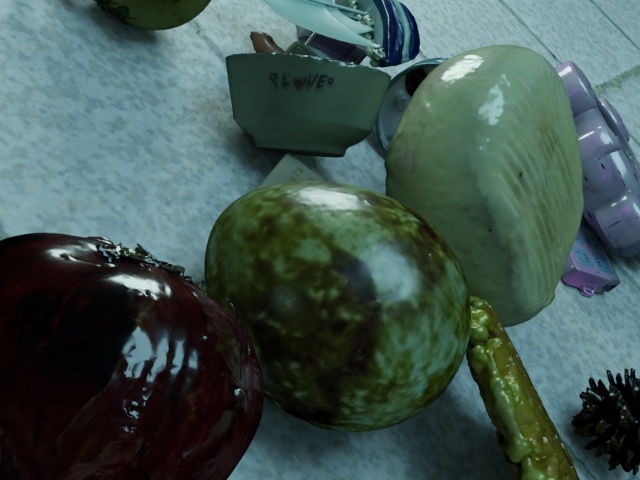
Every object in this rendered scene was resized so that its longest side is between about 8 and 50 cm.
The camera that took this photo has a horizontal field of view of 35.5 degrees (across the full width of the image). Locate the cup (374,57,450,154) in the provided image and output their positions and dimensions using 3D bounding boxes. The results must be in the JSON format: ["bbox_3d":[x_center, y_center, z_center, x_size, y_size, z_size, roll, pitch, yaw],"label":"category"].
[{"bbox_3d":[0.179,-0.199,1.498,0.300,0.167,0.173,20,25,11],"label":"cup"}]

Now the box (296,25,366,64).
[{"bbox_3d":[0.018,-0.321,1.575,0.117,0.036,0.050,22,40,-25],"label":"box"}]

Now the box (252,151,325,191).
[{"bbox_3d":[0.000,0.000,1.199,0.201,0.058,0.141,38,35,-5],"label":"box"}]

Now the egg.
[{"bbox_3d":[0.010,0.058,0.997,0.289,0.238,0.238,32,33,14],"label":"egg"}]

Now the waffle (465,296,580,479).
[{"bbox_3d":[0.223,0.200,1.093,0.300,0.058,0.281,66,10,4],"label":"waffle"}]

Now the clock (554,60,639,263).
[{"bbox_3d":[0.478,-0.122,1.687,0.296,0.113,0.322,19,44,-58],"label":"clock"}]

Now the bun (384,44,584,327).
[{"bbox_3d":[0.201,-0.066,1.282,0.361,0.213,0.360,-4,95,-58],"label":"bun"}]

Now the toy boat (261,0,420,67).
[{"bbox_3d":[0.016,-0.347,1.467,0.292,0.070,0.210,25,33,-4],"label":"toy boat"}]

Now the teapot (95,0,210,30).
[{"bbox_3d":[-0.219,-0.351,1.244,0.270,0.173,0.182,-2,11,-14],"label":"teapot"}]

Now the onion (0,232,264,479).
[{"bbox_3d":[-0.185,0.107,0.782,0.281,0.281,0.221,53,-7,15],"label":"onion"}]

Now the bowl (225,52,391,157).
[{"bbox_3d":[-0.021,-0.166,1.269,0.211,0.211,0.112,3,94,-42],"label":"bowl"}]

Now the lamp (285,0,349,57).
[{"bbox_3d":[0.006,-0.331,1.509,0.050,0.056,0.198,37,53,-14],"label":"lamp"}]

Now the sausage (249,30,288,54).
[{"bbox_3d":[-0.045,-0.225,1.408,0.047,0.040,0.176,-10,60,-42],"label":"sausage"}]

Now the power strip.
[{"bbox_3d":[0.399,-0.029,1.633,0.109,0.037,0.278,16,43,-33],"label":"power strip"}]

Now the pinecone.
[{"bbox_3d":[0.387,0.230,1.282,0.121,0.140,0.140,17,29,21],"label":"pinecone"}]
